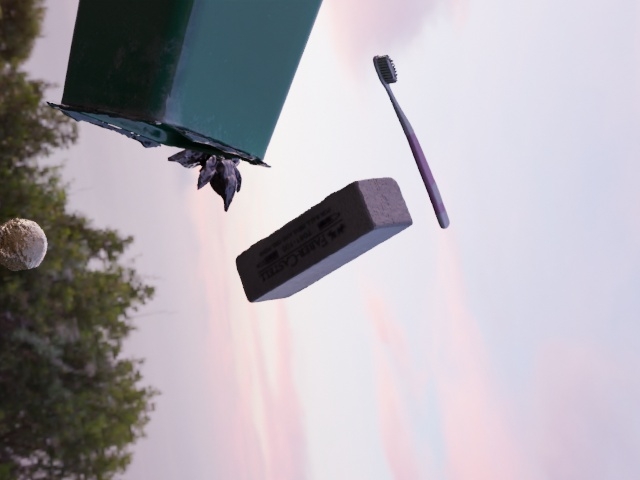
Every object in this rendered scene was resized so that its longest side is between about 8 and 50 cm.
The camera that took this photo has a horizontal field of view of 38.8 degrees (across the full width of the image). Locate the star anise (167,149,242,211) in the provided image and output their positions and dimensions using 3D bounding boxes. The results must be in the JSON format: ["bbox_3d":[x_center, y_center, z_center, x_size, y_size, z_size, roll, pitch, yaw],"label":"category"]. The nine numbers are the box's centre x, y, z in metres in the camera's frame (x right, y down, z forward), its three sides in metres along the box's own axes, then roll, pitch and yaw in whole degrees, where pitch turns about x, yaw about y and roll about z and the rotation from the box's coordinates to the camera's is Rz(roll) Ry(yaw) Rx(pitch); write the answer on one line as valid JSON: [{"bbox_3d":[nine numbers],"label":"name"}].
[{"bbox_3d":[-0.206,-0.159,1.672,0.061,0.181,0.204,-35,-136,37],"label":"star anise"}]

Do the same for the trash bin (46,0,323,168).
[{"bbox_3d":[-0.136,-0.294,0.995,0.259,0.295,0.381,12,-94,38],"label":"trash bin"}]

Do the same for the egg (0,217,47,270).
[{"bbox_3d":[-0.677,0.010,2.045,0.140,0.118,0.116,-119,-133,-60],"label":"egg"}]

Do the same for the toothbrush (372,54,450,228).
[{"bbox_3d":[0.134,-0.134,1.282,0.025,0.020,0.286,1,-53,40],"label":"toothbrush"}]

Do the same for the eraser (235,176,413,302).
[{"bbox_3d":[0.000,0.000,1.725,0.077,0.352,0.111,25,40,-54],"label":"eraser"}]
